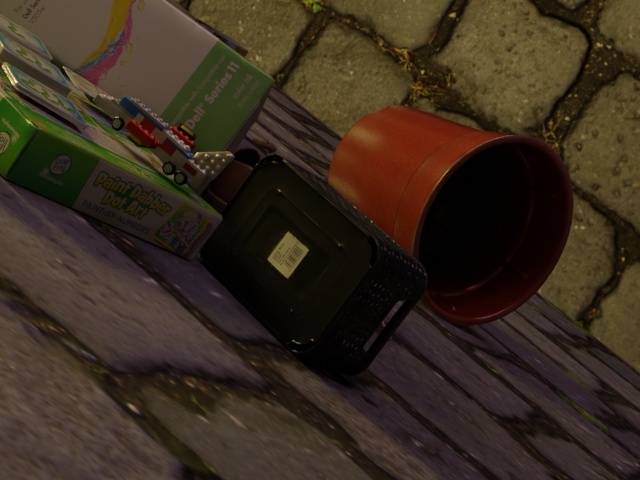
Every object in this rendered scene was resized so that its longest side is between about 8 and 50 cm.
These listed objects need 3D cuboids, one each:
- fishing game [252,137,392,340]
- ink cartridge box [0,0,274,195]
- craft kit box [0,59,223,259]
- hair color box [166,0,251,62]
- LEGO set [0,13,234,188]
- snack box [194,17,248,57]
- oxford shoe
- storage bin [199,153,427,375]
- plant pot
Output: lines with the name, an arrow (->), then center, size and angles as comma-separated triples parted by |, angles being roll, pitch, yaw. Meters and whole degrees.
fishing game -> 0.000, 0.000, 1.916 | 0.264, 0.041, 0.189 | 55, 6, 0
ink cartridge box -> -0.229, -0.204, 1.754 | 0.353, 0.119, 0.207 | 36, -10, -2
craft kit box -> -0.238, -0.100, 1.505 | 0.247, 0.061, 0.250 | 39, 7, 37
hair color box -> -0.280, -0.309, 2.400 | 0.185, 0.113, 0.374 | 41, 9, 32
LEGO set -> -0.185, -0.130, 1.530 | 0.244, 0.060, 0.182 | 32, 12, -36
snack box -> -0.161, -0.196, 2.127 | 0.037, 0.141, 0.100 | 39, 8, 22
oxford shoe -> -0.093, -0.073, 1.932 | 0.076, 0.076, 0.212 | 33, 6, -15
storage bin -> -0.008, 0.021, 1.536 | 0.084, 0.122, 0.180 | 29, 10, -49
plant pot -> 0.162, -0.058, 2.397 | 0.272, 0.272, 0.265 | 30, 2, -41
